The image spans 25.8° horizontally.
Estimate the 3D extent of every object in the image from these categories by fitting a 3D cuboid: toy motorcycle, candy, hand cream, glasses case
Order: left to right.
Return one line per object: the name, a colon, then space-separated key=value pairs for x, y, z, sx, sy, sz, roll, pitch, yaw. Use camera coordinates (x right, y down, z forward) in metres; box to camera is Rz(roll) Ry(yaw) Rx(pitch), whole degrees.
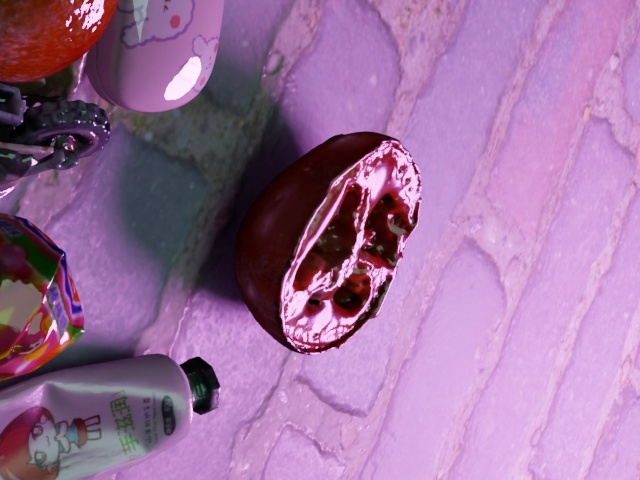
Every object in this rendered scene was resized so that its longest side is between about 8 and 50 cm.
candy: x=-0.322 y=0.109 z=0.949 sx=0.365 sy=0.124 sz=0.124 roll=-38 pitch=132 yaw=-27
toy motorcycle: x=-0.256 y=-0.074 z=0.940 sx=0.229 sy=0.130 sz=0.094 roll=13 pitch=62 yaw=-49
hand cream: x=-0.225 y=0.163 z=1.127 sx=0.336 sy=0.076 sz=0.121 roll=-16 pitch=115 yaw=-41
glasses case: x=-0.125 y=-0.246 z=1.072 sx=0.113 sy=0.075 sz=0.296 roll=-14 pitch=114 yaw=-46

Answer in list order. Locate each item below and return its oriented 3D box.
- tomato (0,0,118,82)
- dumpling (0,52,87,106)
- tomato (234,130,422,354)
tomato: x=-0.220 y=-0.199 z=0.810 sx=0.232 sy=0.232 sz=0.188 roll=0 pitch=113 yaw=-52
dumpling: x=-0.212 y=-0.261 z=0.948 sx=0.086 sy=0.166 sz=0.332 roll=-92 pitch=-162 yaw=-64
tomato: x=-0.004 y=0.000 z=1.309 sx=0.228 sy=0.101 sz=0.228 roll=-36 pitch=138 yaw=-40
